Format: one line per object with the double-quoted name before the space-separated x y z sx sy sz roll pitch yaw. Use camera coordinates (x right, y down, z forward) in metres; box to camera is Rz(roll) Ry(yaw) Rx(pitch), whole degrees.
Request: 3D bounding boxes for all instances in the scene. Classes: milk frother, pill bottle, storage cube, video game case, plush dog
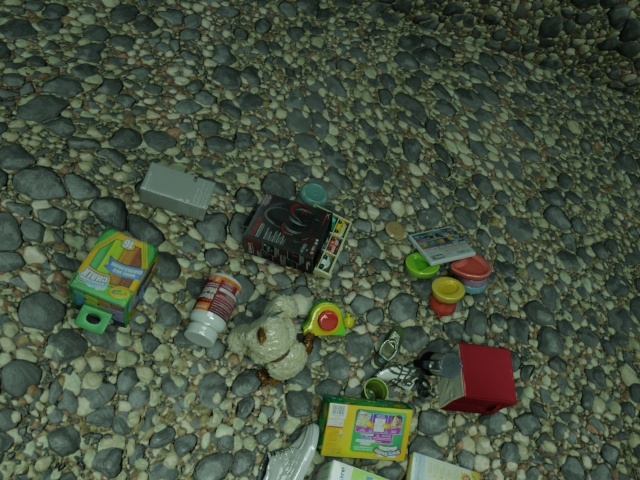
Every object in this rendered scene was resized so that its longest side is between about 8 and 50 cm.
"milk frother" 0.385 0.446 1.829 0.129 0.135 0.143 -12 86 -21
"pill bottle" -0.346 0.223 1.780 0.121 0.121 0.221 24 56 -4
"storage cube" 0.527 0.474 1.894 0.193 0.183 0.214 9 59 -12
"video game case" 0.479 0.020 2.189 0.202 0.023 0.183 -12 40 -18
"plush dog" -0.132 0.334 1.734 0.262 0.210 0.225 -39 110 -4

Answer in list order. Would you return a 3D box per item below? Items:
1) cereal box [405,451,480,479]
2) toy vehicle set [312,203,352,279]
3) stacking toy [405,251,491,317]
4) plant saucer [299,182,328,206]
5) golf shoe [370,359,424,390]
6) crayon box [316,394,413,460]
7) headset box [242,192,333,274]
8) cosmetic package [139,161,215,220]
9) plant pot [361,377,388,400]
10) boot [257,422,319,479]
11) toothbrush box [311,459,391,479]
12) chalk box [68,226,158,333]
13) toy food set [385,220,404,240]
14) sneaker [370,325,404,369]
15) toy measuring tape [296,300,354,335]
"cereal box" 0.381 0.788 1.739 0.240 0.047 0.172 20 56 -6
"toy vehicle set" 0.000 0.000 2.081 0.166 0.035 0.266 26 56 -3
"stacking toy" 0.484 0.149 2.149 0.309 0.130 0.280 -26 45 -32
"plant saucer" -0.023 -0.186 2.192 0.120 0.021 0.119 9 58 -15
"golf shoe" 0.270 0.466 1.874 0.198 0.077 0.093 -5 63 -21
"crayon box" 0.136 0.581 1.713 0.279 0.081 0.165 9 92 -14
"headset box" -0.128 -0.032 1.981 0.294 0.110 0.218 18 56 9
"cosmetic package" -0.510 -0.173 1.970 0.238 0.107 0.127 18 59 -12
"plant pot" 0.169 0.503 1.816 0.084 0.079 0.083 9 58 -15
"boot" -0.100 0.643 1.630 0.124 0.095 0.258 30 56 -8
"toothbrush box" 0.123 0.745 1.581 0.284 0.206 0.122 20 57 -6
"chalk box" -0.642 0.140 1.693 0.180 0.179 0.288 22 56 -5
"toy food set" 0.298 -0.042 2.217 0.083 0.020 0.082 19 56 -7
"sneaker" 0.250 0.363 1.922 0.064 0.086 0.192 38 56 6
"toy measuring tape" -0.045 0.260 1.866 0.331 0.121 0.121 2 60 -12
